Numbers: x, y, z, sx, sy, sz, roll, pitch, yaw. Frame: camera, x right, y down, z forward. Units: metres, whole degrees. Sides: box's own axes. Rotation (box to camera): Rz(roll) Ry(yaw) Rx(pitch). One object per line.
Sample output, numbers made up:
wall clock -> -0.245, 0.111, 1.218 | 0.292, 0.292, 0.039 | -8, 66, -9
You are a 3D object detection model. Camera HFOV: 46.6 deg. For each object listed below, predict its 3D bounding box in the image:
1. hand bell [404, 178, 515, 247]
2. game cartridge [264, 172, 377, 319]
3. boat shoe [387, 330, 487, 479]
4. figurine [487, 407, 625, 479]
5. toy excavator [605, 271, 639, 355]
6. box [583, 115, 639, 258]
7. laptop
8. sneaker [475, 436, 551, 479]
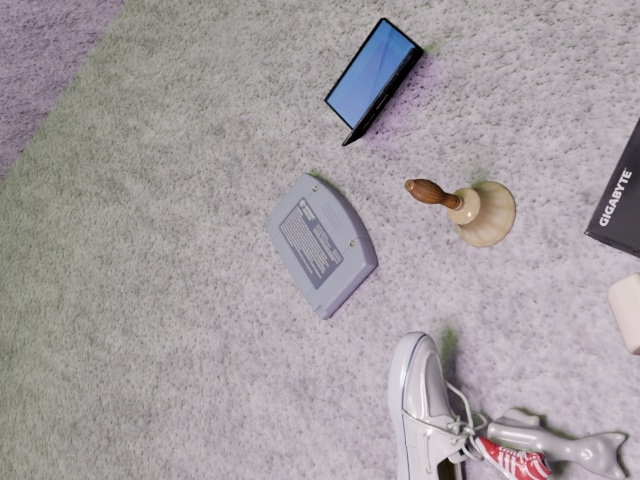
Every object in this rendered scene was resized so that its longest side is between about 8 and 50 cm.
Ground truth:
hand bell -> 0.226, -0.071, 1.292 | 0.126, 0.242, 0.126 | -13, 70, 40
game cartridge -> 0.000, 0.000, 1.613 | 0.198, 0.062, 0.297 | -46, 53, 19
boat shoe -> 0.210, 0.340, 1.258 | 0.156, 0.136, 0.367 | 0, 92, 39
figurine -> 0.368, 0.386, 1.166 | 0.209, 0.092, 0.214 | 3, 81, 35
toy excavator -> 0.605, -0.004, 0.812 | 0.433, 0.445, 0.222 | 130, 134, -54
box -> 0.584, -0.083, 1.086 | 0.293, 0.073, 0.295 | 31, 101, 41
laptop -> 0.093, -0.339, 1.551 | 0.136, 0.264, 0.234 | 37, 110, 3
sneaker -> 0.300, 0.332, 1.147 | 0.118, 0.042, 0.067 | 42, 104, 23
